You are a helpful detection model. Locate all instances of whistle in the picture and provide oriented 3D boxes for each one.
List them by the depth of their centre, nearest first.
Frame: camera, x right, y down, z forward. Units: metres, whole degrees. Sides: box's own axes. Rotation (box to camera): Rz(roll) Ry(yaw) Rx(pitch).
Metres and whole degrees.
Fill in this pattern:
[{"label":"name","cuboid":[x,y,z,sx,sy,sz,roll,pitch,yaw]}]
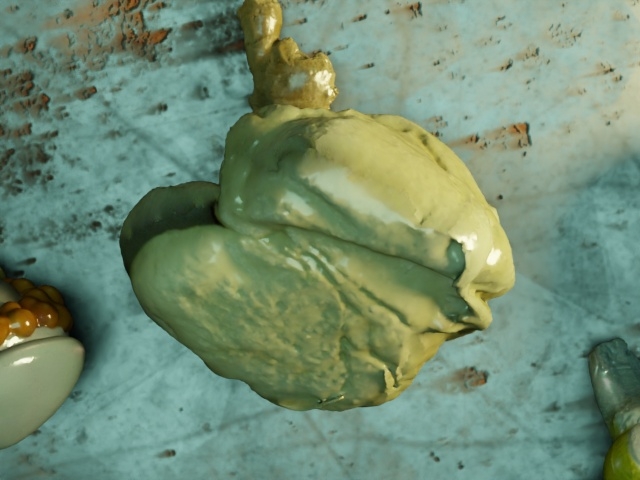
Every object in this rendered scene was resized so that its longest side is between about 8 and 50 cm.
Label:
[{"label":"whistle","cuboid":[0.335,0.194,1.525,0.123,0.123,0.223,-21,61,5]}]

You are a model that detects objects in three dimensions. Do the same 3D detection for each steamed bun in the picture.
[{"label":"steamed bun","cuboid":[0.006,0.002,1.489,0.372,0.230,0.325,-31,117,35]}]

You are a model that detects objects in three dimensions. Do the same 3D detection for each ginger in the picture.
[{"label":"ginger","cuboid":[-0.034,-0.184,1.566,0.096,0.067,0.165,-12,94,26]}]

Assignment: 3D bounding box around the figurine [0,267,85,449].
[{"label":"figurine","cuboid":[-0.429,0.084,1.589,0.382,0.224,0.205,34,120,24]}]
